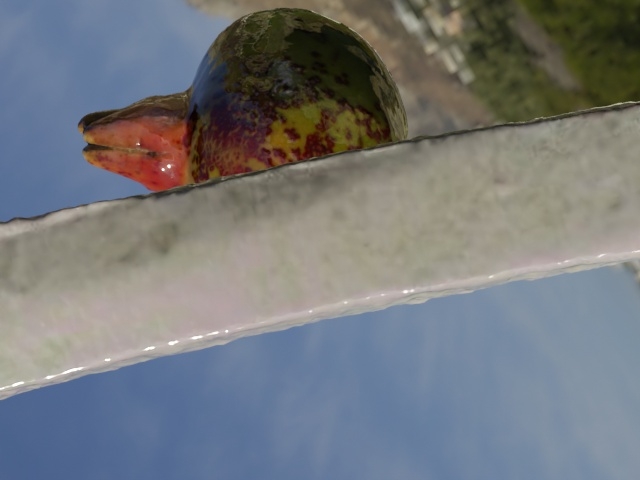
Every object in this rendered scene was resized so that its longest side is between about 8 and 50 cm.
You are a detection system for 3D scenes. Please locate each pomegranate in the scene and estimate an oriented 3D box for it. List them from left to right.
[{"bbox_3d":[-0.057,-0.071,1.351,0.214,0.248,0.214,-176,90,-79],"label":"pomegranate"}]

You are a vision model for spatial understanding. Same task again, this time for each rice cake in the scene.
[{"bbox_3d":[0.000,0.000,0.697,0.056,0.365,0.072,78,179,-85],"label":"rice cake"}]
